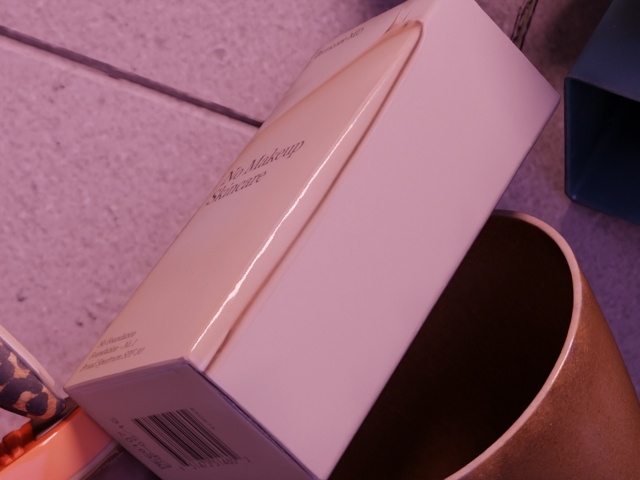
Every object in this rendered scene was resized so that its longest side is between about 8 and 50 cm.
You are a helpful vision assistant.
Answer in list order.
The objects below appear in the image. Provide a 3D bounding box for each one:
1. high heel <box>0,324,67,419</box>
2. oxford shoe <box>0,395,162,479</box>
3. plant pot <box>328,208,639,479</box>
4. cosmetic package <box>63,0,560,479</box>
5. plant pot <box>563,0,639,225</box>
[{"bbox_3d":[-0.295,0.085,0.841,0.261,0.093,0.186,33,75,-6],"label":"high heel"},{"bbox_3d":[-0.235,0.245,0.850,0.364,0.130,0.132,-38,101,-18],"label":"oxford shoe"},{"bbox_3d":[0.124,0.148,0.971,0.237,0.237,0.254,-51,123,-14],"label":"plant pot"},{"bbox_3d":[0.000,0.000,0.889,0.113,0.160,0.309,44,57,-18],"label":"cosmetic package"},{"bbox_3d":[0.292,-0.135,1.027,0.166,0.165,0.234,21,68,19],"label":"plant pot"}]
